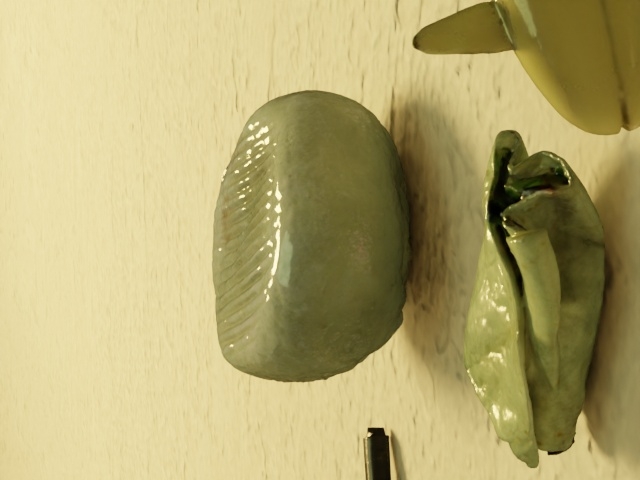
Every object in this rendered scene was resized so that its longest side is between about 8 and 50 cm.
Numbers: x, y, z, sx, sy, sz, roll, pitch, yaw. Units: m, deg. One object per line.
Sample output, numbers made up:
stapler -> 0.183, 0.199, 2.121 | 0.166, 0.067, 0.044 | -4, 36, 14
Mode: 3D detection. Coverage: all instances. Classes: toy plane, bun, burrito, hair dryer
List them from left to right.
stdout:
bun -> 0.000, 0.000, 0.881 | 0.141, 0.083, 0.140 | -176, 90, -71
hair dryer -> 0.032, 0.133, 0.926 | 0.047, 0.026, 0.083 | 154, 116, -69
toy plane -> 0.063, -0.152, 0.624 | 0.229, 0.092, 0.244 | 95, 169, -80
burrito -> 0.079, 0.019, 0.697 | 0.074, 0.044, 0.118 | -113, 21, -48
